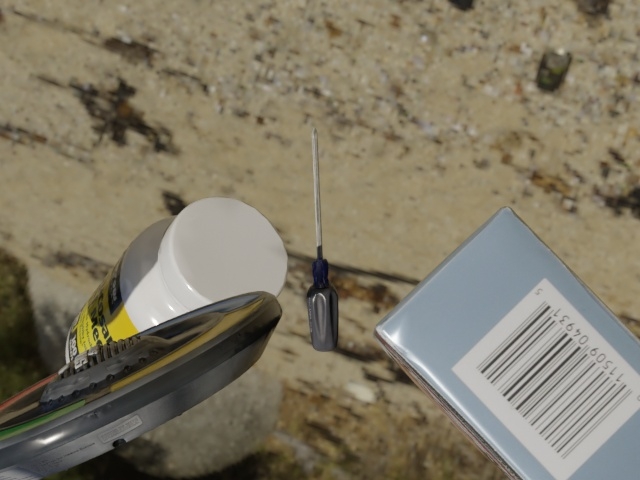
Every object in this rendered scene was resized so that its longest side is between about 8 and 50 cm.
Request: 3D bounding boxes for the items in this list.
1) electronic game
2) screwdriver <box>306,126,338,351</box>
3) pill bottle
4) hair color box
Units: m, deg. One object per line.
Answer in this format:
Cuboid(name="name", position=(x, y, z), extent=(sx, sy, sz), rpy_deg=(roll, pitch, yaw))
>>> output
Cuboid(name="electronic game", position=(-0.129, 0.087, 0.766), extent=(0.229, 0.048, 0.229), rpy_deg=(-24, -174, 3))
Cuboid(name="screwdriver", position=(0.000, 0.000, 0.919), extent=(0.024, 0.170, 0.025), rpy_deg=(0, -169, 12))
Cuboid(name="pill bottle", position=(-0.171, 0.085, 1.488), extent=(0.188, 0.188, 0.334), rpy_deg=(21, 145, -18))
Cuboid(name="hair color box", position=(0.139, 0.096, 0.899), extent=(0.185, 0.113, 0.374), rpy_deg=(46, 179, 5))
